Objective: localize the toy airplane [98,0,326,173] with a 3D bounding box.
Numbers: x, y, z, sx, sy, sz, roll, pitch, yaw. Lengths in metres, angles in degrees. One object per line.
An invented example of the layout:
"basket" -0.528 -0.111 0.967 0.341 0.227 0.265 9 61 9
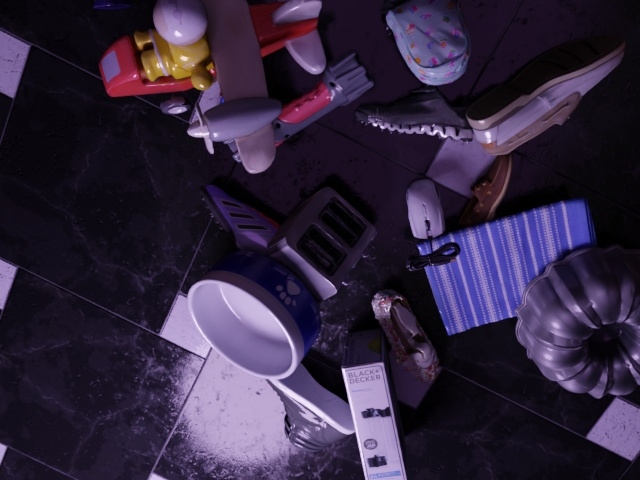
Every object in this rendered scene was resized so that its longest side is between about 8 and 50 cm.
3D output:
"toy airplane" -0.178 -0.360 1.024 0.386 0.272 0.384 31 97 10

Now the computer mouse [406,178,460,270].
"computer mouse" 0.207 -0.040 1.158 0.106 0.042 0.192 -13 68 13

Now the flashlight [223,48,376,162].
"flashlight" -0.049 -0.262 1.144 0.304 0.103 0.103 -31 97 15

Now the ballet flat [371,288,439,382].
"ballet flat" 0.190 0.210 1.255 0.091 0.077 0.241 -39 101 -23

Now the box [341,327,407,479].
"box" 0.119 0.356 1.267 0.087 0.169 0.289 -10 104 9

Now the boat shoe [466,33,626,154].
"boat shoe" 0.422 -0.271 1.095 0.302 0.113 0.103 -29 125 9

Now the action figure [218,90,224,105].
"action figure" -0.187 -0.293 1.188 0.038 0.030 0.115 18 102 -5

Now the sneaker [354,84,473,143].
"sneaker" 0.186 -0.256 1.135 0.235 0.078 0.106 8 104 0

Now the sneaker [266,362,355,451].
"sneaker" -0.069 0.366 1.325 0.296 0.104 0.147 39 118 3

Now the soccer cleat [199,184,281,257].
"soccer cleat" -0.124 -0.008 1.234 0.116 0.108 0.318 -41 97 -5

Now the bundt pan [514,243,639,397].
"bundt pan" 0.563 0.180 1.159 0.331 0.124 0.330 2 118 4

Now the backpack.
"backpack" 0.198 -0.372 1.064 0.152 0.115 0.181 -22 85 17

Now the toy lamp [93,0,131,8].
"toy lamp" -0.417 -0.584 1.106 0.080 0.080 0.274 -1 107 7

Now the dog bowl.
"dog bowl" -0.135 0.153 1.195 0.265 0.104 0.264 21 135 22

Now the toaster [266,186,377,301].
"toaster" 0.000 0.000 1.172 0.186 0.110 0.168 42 62 -10

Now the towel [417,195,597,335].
"towel" 0.390 0.060 1.192 0.336 0.040 0.243 -17 117 11

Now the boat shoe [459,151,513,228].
"boat shoe" 0.330 -0.097 1.168 0.060 0.064 0.177 17 109 -1
